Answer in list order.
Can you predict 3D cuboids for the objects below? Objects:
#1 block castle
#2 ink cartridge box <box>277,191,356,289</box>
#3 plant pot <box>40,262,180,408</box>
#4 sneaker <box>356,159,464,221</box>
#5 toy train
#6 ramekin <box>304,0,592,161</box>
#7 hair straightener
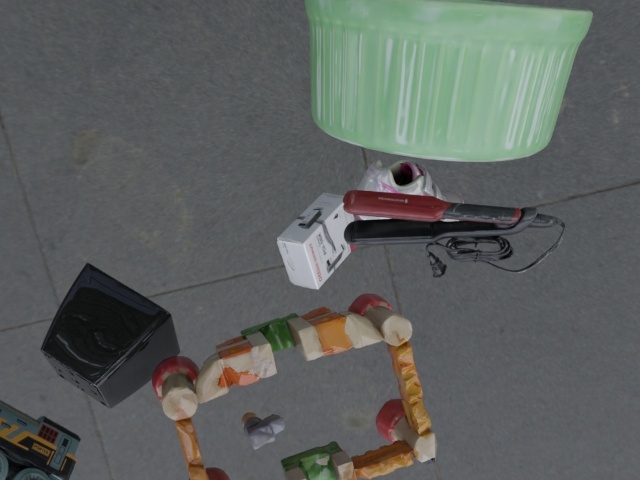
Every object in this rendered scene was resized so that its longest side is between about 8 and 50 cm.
[{"bbox_3d":[-0.045,0.290,1.143,0.452,0.213,0.303,-17,97,-13],"label":"block castle"},{"bbox_3d":[0.000,0.000,1.070,0.056,0.135,0.099,12,134,35],"label":"ink cartridge box"},{"bbox_3d":[-0.384,0.186,1.176,0.187,0.188,0.167,28,59,12],"label":"plant pot"},{"bbox_3d":[0.173,-0.085,1.190,0.252,0.103,0.111,1,123,-35],"label":"sneaker"},{"bbox_3d":[-0.605,0.384,1.194,0.334,0.190,0.142,38,121,-22],"label":"toy train"},{"bbox_3d":[0.128,-0.192,0.728,0.303,0.303,0.148,5,112,1],"label":"ramekin"},{"bbox_3d":[0.137,-0.006,0.682,0.230,0.047,0.089,1,127,2],"label":"hair straightener"}]
